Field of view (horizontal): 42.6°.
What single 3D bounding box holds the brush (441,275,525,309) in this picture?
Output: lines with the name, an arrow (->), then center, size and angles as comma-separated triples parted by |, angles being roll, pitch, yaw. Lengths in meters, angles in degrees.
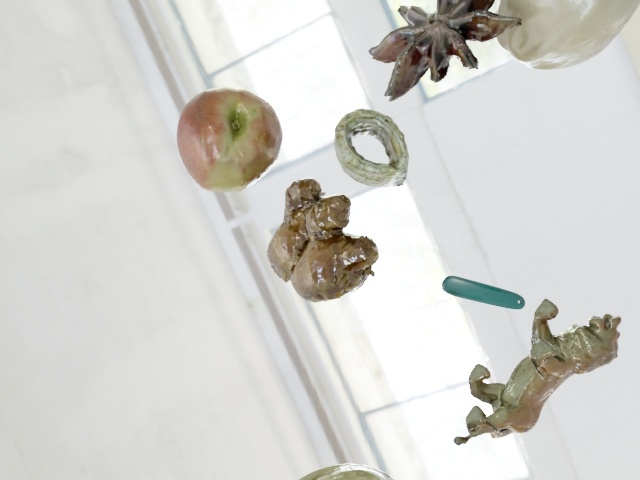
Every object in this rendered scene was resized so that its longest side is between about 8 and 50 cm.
brush -> 0.340, 0.113, 1.728 | 0.193, 0.032, 0.043 | 15, -106, -15

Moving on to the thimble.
thimble -> 0.114, -0.192, 1.780 | 0.190, 0.137, 0.143 | 45, 172, 4

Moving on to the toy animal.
toy animal -> 0.341, 0.215, 1.275 | 0.157, 0.312, 0.097 | 40, -175, -28

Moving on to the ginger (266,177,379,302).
ginger -> 0.006, 0.007, 1.885 | 0.152, 0.274, 0.357 | 2, -159, -33

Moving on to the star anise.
star anise -> 0.210, -0.354, 1.427 | 0.088, 0.288, 0.288 | 50, -153, -41

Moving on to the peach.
peach -> -0.206, -0.213, 1.823 | 0.257, 0.232, 0.232 | 131, 124, -65

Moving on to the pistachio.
pistachio -> 0.435, -0.419, 1.401 | 0.207, 0.332, 0.226 | 36, -117, -6

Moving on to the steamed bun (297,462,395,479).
steamed bun -> 0.026, 0.524, 1.479 | 0.203, 0.276, 0.289 | -104, 11, -63
